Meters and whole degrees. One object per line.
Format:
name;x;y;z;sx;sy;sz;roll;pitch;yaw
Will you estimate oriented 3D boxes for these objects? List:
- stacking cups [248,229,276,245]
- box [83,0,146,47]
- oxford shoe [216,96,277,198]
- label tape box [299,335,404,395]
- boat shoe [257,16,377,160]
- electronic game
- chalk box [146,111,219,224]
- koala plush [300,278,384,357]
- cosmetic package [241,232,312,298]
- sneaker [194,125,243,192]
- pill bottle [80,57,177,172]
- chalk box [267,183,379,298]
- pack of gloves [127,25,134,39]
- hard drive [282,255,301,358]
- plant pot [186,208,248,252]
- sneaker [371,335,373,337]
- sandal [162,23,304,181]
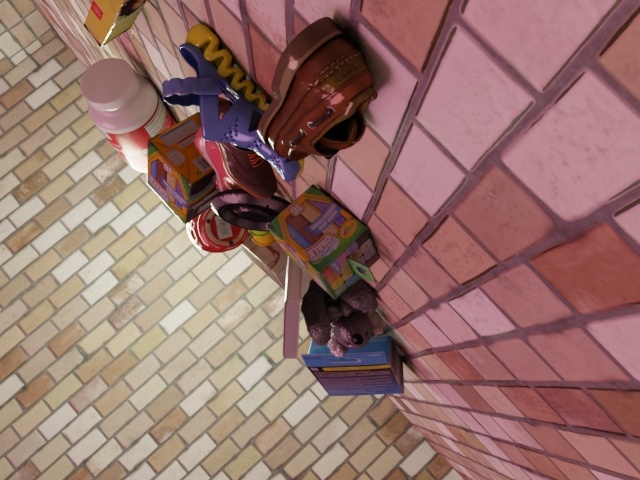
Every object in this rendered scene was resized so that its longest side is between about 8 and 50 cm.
stacking cups;-0.201;-0.086;1.947;0.096;0.096;0.316;44;169;23
box;-0.377;-0.443;1.185;0.058;0.087;0.232;52;156;-15
oxford shoe;-0.163;-0.187;1.391;0.098;0.097;0.271;28;158;48
label tape box;0.104;0.363;1.918;0.347;0.249;0.115;64;-155;-53
boat shoe;-0.005;-0.148;0.796;0.104;0.111;0.307;49;170;4
electronic game;-0.170;-0.078;1.647;0.230;0.048;0.229;7;160;2
chalk box;-0.370;-0.186;1.806;0.179;0.180;0.289;47;150;9
koala plush;0.068;0.205;1.684;0.221;0.196;0.203;54;180;-33
cosmetic package;-0.133;0.063;2.118;0.296;0.129;0.153;34;162;53
sneaker;-0.203;-0.162;1.596;0.136;0.116;0.313;37;167;35
pill bottle;-0.630;-0.415;2.132;0.229;0.229;0.407;45;170;21
chalk box;0.022;0.017;1.256;0.213;0.132;0.132;42;169;33
pack of gloves;-0.441;-0.563;1.337;0.232;0.046;0.195;60;168;-7
hard drive;-0.071;0.125;1.659;0.307;0.040;0.203;-89;3;-52
plant pot;-0.331;-0.051;2.098;0.191;0.191;0.174;51;162;-18
sneaker;0.097;0.263;2.003;0.153;0.094;0.235;35;164;49
sandal;-0.158;-0.219;1.122;0.317;0.138;0.126;47;168;-1
